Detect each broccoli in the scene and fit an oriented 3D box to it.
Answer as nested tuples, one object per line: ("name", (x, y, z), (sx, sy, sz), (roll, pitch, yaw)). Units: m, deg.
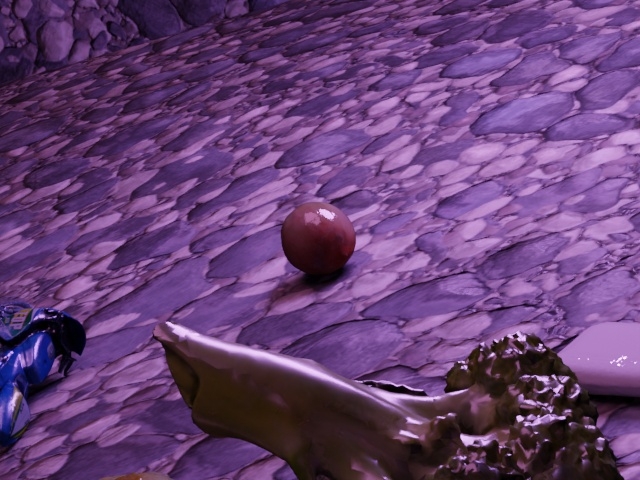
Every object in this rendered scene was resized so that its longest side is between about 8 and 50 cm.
("broccoli", (0.052, 0.179, 1.243), (0.302, 0.186, 0.254), (-5, 39, -9))

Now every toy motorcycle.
("toy motorcycle", (-0.322, 0.132, 1.949), (0.135, 0.092, 0.254), (-5, 29, 13))

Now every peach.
("peach", (-0.002, -0.001, 2.015), (0.083, 0.083, 0.083), (-18, 18, 6))

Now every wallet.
("wallet", (0.272, 0.097, 1.512), (0.190, 0.033, 0.095), (-2, 26, 46))

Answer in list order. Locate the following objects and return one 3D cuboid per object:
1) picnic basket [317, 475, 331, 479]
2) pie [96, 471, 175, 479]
("picnic basket", (0.015, 0.175, 1.477), (0.065, 0.083, 0.083), (-1, 50, -31))
("pie", (-0.237, 0.270, 1.447), (0.306, 0.071, 0.306), (-23, 14, 6))
